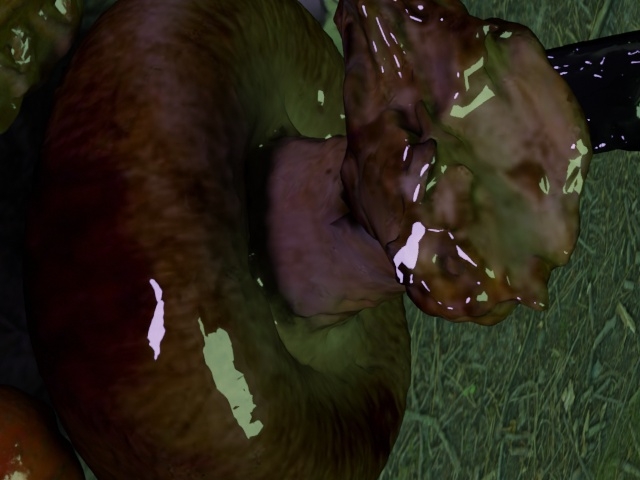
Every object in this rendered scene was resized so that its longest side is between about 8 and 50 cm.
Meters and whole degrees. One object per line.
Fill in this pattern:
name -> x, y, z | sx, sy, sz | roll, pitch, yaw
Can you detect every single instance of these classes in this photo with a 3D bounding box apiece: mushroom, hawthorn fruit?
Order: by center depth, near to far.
hawthorn fruit -> -0.188, 0.142, 0.670 | 0.128, 0.128, 0.128 | -16, 110, -57
mushroom -> -0.012, -0.015, 0.704 | 0.334, 0.356, 0.331 | 26, 37, -59

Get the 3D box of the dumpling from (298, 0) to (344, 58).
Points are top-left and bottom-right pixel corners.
dumpling -> 0.017, -0.204, 0.960 | 0.169, 0.100, 0.134 | 13, 55, -50

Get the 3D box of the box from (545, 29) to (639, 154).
box -> 0.211, -0.122, 1.041 | 0.350, 0.359, 0.091 | -20, 101, -55

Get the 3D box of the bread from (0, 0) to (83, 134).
bread -> -0.234, -0.029, 0.593 | 0.367, 0.077, 0.084 | -59, 142, -34
